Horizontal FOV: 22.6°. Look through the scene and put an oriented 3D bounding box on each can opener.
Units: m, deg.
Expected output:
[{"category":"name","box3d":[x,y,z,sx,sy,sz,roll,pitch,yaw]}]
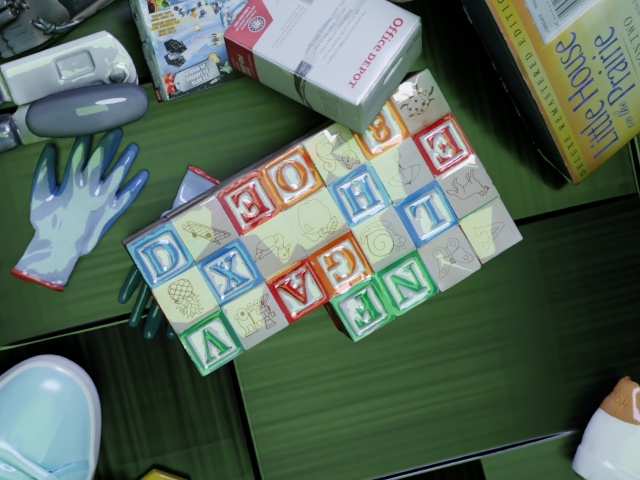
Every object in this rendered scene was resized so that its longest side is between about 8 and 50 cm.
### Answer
[{"category":"can opener","box3d":[-0.285,-0.102,1.346,0.280,0.093,0.074,-17,108,3]}]

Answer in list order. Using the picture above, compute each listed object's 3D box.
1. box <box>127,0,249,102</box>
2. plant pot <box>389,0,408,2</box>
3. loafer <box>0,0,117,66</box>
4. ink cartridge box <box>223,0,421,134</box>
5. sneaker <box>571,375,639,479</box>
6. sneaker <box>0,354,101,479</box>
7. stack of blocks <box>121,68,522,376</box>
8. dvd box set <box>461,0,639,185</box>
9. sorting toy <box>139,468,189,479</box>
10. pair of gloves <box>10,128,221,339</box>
[{"category":"box","box3d":[-0.088,-0.180,1.371,0.137,0.027,0.094,-19,97,-27]},{"category":"plant pot","box3d":[0.110,-0.359,1.310,0.229,0.263,0.263,-29,98,-21]},{"category":"loafer","box3d":[-0.211,-0.226,1.349,0.267,0.084,0.096,-28,98,-3]},{"category":"ink cartridge box","box3d":[0.004,-0.163,1.330,0.135,0.056,0.099,29,70,17]},{"category":"sneaker","box3d":[0.381,0.209,1.440,0.290,0.106,0.123,22,95,-6]},{"category":"sneaker","box3d":[-0.286,0.267,1.317,0.135,0.150,0.366,26,85,-9]},{"category":"stack of blocks","box3d":[0.000,0.000,1.378,0.297,0.087,0.171,-30,98,-7]},{"category":"dvd box set","box3d":[0.315,-0.265,1.317,0.420,0.307,0.062,-41,54,-1]},{"category":"sorting toy","box3d":[-0.234,0.306,1.417,0.307,0.041,0.229,-35,98,-2]},{"category":"pair of gloves","box3d":[-0.166,-0.007,1.405,0.198,0.023,0.159,24,91,-12]}]
